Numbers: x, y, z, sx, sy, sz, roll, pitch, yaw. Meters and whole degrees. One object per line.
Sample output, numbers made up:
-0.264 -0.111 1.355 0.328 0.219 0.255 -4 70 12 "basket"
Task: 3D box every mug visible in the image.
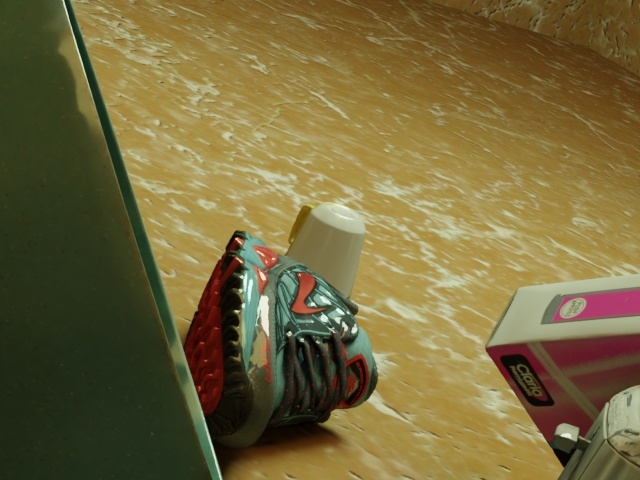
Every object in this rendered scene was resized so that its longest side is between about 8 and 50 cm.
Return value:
0.000 0.001 1.409 0.078 0.064 0.062 28 18 23 "mug"

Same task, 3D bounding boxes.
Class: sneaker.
-0.018 0.065 1.108 0.125 0.104 0.262 23 16 -4 "sneaker"

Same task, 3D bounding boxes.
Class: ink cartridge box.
0.289 0.090 1.008 0.371 0.175 0.069 -10 35 41 "ink cartridge box"

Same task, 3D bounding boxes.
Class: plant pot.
-0.171 0.030 0.792 0.195 0.290 0.290 -18 23 -4 "plant pot"

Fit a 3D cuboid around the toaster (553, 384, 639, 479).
0.220 0.180 0.962 0.227 0.146 0.129 24 17 6 "toaster"
